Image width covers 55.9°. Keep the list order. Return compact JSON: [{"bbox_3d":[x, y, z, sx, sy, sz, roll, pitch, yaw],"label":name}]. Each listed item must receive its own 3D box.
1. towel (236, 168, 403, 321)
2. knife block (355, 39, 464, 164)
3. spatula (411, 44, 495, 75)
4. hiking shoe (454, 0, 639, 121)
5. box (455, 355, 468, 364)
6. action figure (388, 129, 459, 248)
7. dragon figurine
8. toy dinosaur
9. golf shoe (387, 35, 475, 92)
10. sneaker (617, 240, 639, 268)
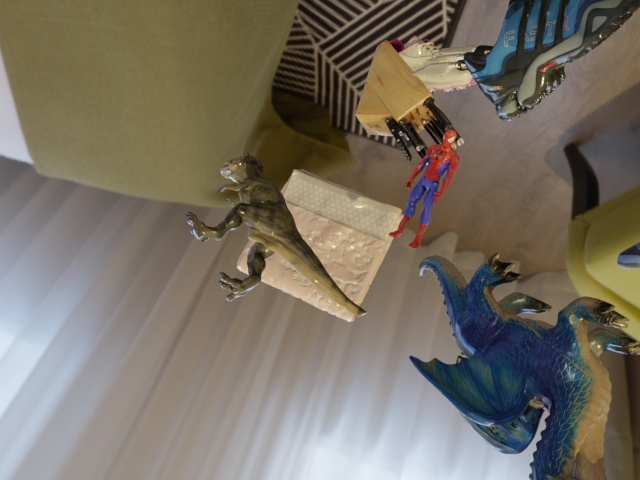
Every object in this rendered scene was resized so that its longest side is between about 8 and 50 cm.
[{"bbox_3d":[0.000,0.000,1.519,0.332,0.316,0.053,23,165,19],"label":"towel"},{"bbox_3d":[0.213,-0.308,1.336,0.242,0.275,0.088,8,162,29],"label":"knife block"},{"bbox_3d":[0.320,-0.368,1.212,0.242,0.168,0.019,7,123,35],"label":"spatula"},{"bbox_3d":[0.306,-0.291,0.775,0.132,0.113,0.304,49,131,7],"label":"hiking shoe"},{"bbox_3d":[0.260,0.243,1.045,0.067,0.083,0.018,-4,147,48],"label":"box"},{"bbox_3d":[0.100,-0.049,0.565,0.038,0.030,0.115,31,109,29],"label":"action figure"},{"bbox_3d":[0.127,0.096,0.439,0.289,0.144,0.085,30,170,49],"label":"dragon figurine"},{"bbox_3d":[-0.070,-0.003,0.662,0.268,0.118,0.064,54,157,27],"label":"toy dinosaur"},{"bbox_3d":[0.285,-0.469,1.598,0.306,0.115,0.140,13,121,36],"label":"golf shoe"},{"bbox_3d":[0.464,-0.009,0.808,0.144,0.053,0.059,-32,94,29],"label":"sneaker"}]
